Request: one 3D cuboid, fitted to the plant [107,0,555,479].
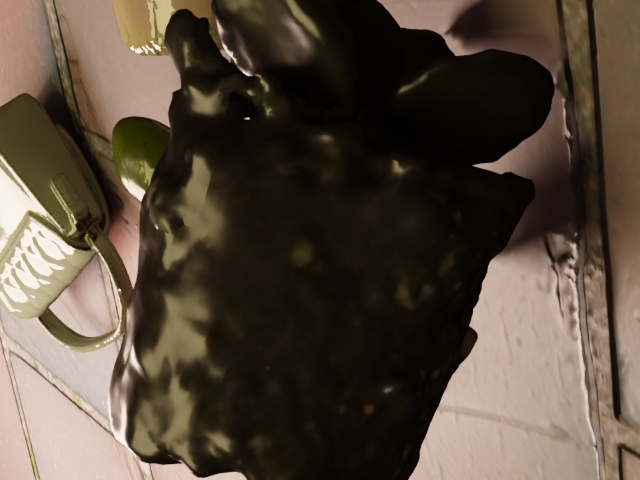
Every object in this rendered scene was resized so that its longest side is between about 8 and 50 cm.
[{"bbox_3d":[0.000,0.000,0.879,0.188,0.199,0.276,-21,-51,-83],"label":"plant"}]

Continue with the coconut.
[{"bbox_3d":[-0.078,-0.181,1.007,0.116,0.116,0.122,22,126,55],"label":"coconut"}]

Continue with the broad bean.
[{"bbox_3d":[-0.055,0.017,1.176,0.318,0.056,0.098,44,139,29],"label":"broad bean"}]

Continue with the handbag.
[{"bbox_3d":[-0.245,0.001,1.492,0.219,0.079,0.256,54,152,2],"label":"handbag"}]
